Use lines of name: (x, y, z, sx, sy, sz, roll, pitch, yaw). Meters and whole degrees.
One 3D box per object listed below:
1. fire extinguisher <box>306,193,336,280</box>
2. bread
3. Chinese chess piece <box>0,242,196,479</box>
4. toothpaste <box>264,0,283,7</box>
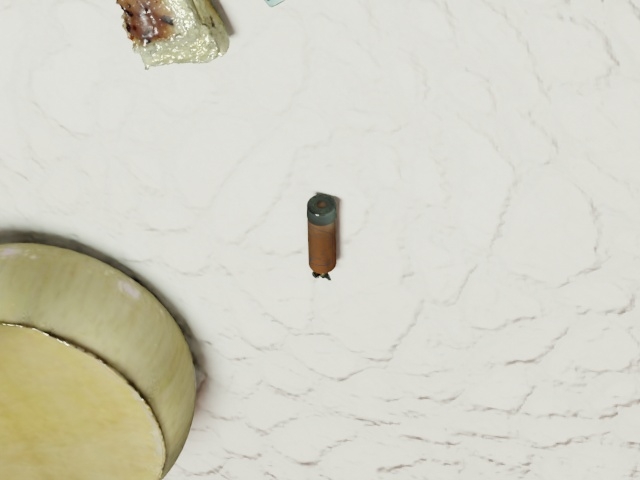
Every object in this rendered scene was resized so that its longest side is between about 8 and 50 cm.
fire extinguisher: (0.000, 0.000, 1.435, 0.028, 0.022, 0.083, 50, 155, 35)
bread: (-0.104, -0.154, 1.309, 0.070, 0.035, 0.083, 0, 131, 27)
Chinese chess piece: (-0.230, 0.120, 1.598, 0.257, 0.104, 0.257, 8, 134, 9)
toothpaste: (-0.049, -0.189, 1.252, 0.017, 0.020, 0.083, -23, 121, 38)
